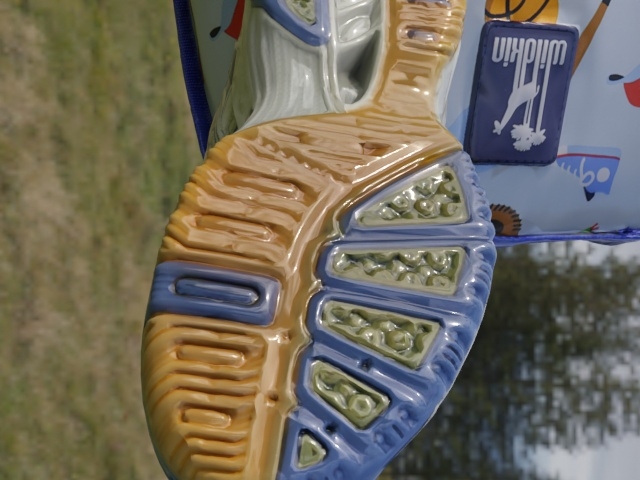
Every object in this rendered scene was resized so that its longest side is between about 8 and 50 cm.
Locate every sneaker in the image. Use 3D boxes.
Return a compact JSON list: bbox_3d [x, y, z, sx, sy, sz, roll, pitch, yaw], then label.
[{"bbox_3d":[0.000,0.000,0.544,0.131,0.112,0.296,108,-4,-46],"label":"sneaker"}]

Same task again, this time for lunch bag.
[{"bbox_3d":[0.078,-0.182,0.935,0.239,0.328,0.385,148,-63,-63],"label":"lunch bag"}]
